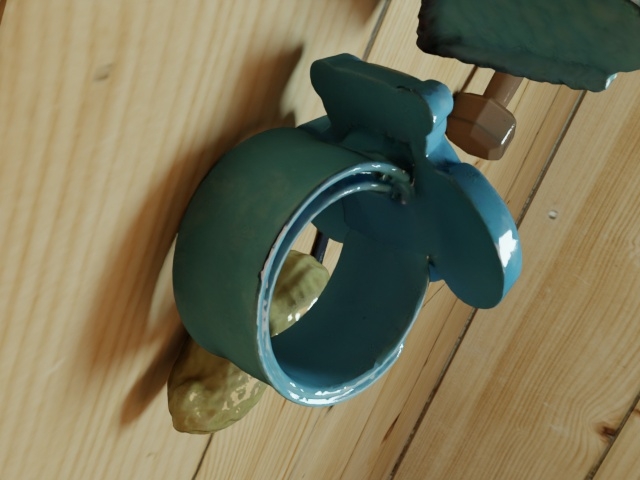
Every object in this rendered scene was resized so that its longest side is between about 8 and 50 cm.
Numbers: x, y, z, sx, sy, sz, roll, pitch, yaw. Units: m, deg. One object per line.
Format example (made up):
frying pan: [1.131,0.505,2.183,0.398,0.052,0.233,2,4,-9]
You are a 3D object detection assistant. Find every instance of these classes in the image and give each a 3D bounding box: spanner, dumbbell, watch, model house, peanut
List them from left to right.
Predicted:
peanut: [-0.054,0.076,0.823,0.187,0.082,0.082,-47,160,-47]
spanner: [-0.001,0.012,1.036,0.046,0.012,0.208,-48,162,-44]
watch: [0.000,0.000,0.715,0.193,0.211,0.211,-38,157,-27]
dumbbell: [0.234,-0.209,1.320,0.231,0.082,0.092,-59,168,-11]
model house: [0.168,-0.276,0.762,0.280,0.230,0.249,-56,-156,-12]
